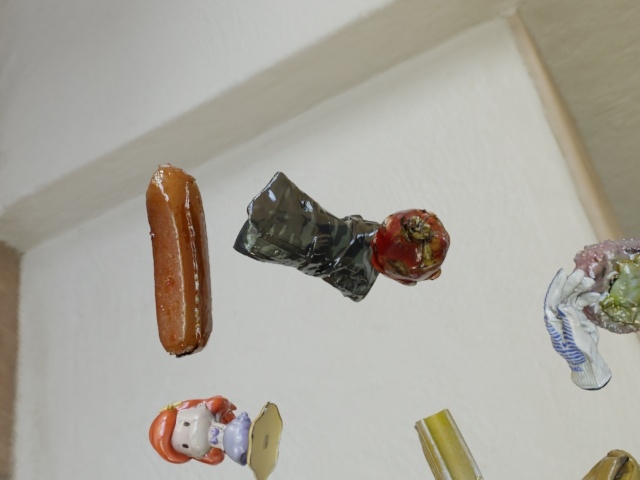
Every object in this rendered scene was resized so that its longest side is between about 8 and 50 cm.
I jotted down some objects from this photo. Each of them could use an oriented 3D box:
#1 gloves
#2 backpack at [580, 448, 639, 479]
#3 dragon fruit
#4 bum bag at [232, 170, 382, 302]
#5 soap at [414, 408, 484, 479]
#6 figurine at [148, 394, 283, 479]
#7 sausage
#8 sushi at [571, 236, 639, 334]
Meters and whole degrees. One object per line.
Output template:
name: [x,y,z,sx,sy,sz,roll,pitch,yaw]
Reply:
gloves: [0.428,0.148,1.567,0.119,0.097,0.229,-64,143,-64]
backpack: [0.478,0.561,1.603,0.201,0.353,0.378,29,47,7]
dragon fruit: [0.146,0.001,1.486,0.125,0.125,0.246,43,-9,13]
bum bag: [0.000,0.000,1.542,0.340,0.144,0.095,26,2,-44]
soap: [0.234,0.402,1.668,0.232,0.073,0.140,-114,-173,-58]
figurine: [-0.223,0.426,2.044,0.208,0.257,0.180,-53,141,-50]
sausage: [-0.233,0.034,1.572,0.102,0.102,0.330,-38,125,-72]
sushi: [0.571,0.081,1.669,0.107,0.241,0.161,-120,-157,-77]
